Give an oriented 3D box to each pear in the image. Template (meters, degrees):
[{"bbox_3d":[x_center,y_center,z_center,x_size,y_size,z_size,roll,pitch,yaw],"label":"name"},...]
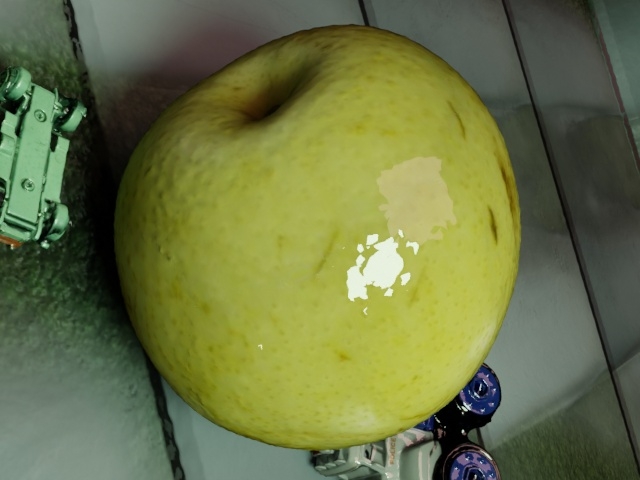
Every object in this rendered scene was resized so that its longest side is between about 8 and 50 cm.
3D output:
[{"bbox_3d":[0.000,0.000,0.671,0.348,0.348,0.348,22,59,-43],"label":"pear"}]

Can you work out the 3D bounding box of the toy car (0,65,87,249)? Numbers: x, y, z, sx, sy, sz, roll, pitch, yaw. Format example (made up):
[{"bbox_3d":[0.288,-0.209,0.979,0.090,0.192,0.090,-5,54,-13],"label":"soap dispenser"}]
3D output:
[{"bbox_3d":[-0.235,-0.066,0.636,0.073,0.054,0.143,26,53,-43],"label":"toy car"}]

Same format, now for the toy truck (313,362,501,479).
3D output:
[{"bbox_3d":[0.079,0.201,0.842,0.177,0.161,0.213,21,59,-22],"label":"toy truck"}]
